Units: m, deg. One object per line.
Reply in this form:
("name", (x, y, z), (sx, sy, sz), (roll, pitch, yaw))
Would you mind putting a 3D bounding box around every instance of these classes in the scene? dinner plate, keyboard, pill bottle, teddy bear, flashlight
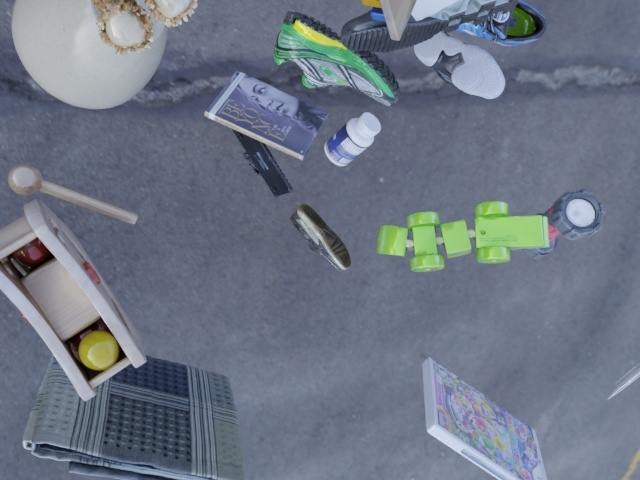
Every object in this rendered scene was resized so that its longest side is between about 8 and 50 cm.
("dinner plate", (0.564, 0.235, 1.380), (0.141, 0.017, 0.141), (-32, 155, -17))
("keyboard", (-0.128, -0.175, 1.689), (0.023, 0.108, 0.180), (-39, 105, -28))
("pill bottle", (0.096, -0.297, 2.247), (0.094, 0.094, 0.169), (2, 151, -41))
("teddy bear", (-0.328, -0.456, 1.208), (0.245, 0.338, 0.113), (-49, 176, 13))
("flashlight", (0.517, -0.024, 1.693), (0.103, 0.103, 0.304), (-44, 172, -13))

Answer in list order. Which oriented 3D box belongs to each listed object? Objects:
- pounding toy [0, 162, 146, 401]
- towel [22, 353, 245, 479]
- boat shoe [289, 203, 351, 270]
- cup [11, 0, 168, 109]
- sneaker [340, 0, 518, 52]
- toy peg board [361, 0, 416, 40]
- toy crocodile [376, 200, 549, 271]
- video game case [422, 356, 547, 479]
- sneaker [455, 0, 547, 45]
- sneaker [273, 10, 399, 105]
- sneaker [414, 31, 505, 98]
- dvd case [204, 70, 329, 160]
("pounding toy", (-0.265, 0.021, 0.845), (0.155, 0.269, 0.154), (-33, -179, -8))
("towel", (-0.276, 0.268, 1.186), (0.312, 0.324, 0.056), (18, 106, -17))
("boat shoe", (0.000, 0.000, 1.498), (0.049, 0.152, 0.056), (-39, 174, 32))
("cup", (-0.460, -0.470, 1.661), (0.331, 0.237, 0.331), (4, 83, -36))
("sneaker", (0.179, -0.442, 1.399), (0.331, 0.146, 0.122), (-19, 176, -8))
("toy peg board", (0.101, -0.427, 1.197), (0.161, 0.079, 0.160), (-67, 158, -15))
("toy crocodile", (0.277, -0.003, 1.532), (0.341, 0.115, 0.105), (-7, 169, 10))
("video game case", (0.133, 0.154, 0.627), (0.122, 0.087, 0.011), (36, 114, -13))
("sneaker", (0.344, -0.498, 1.663), (0.330, 0.147, 0.129), (7, 103, -18))
("sneaker", (0.043, -0.430, 1.930), (0.146, 0.344, 0.134), (-60, 178, 25))
("sneaker", (0.349, -0.400, 1.818), (0.153, 0.268, 0.101), (19, 110, -52))
("dvd case", (-0.108, -0.264, 1.614), (0.018, 0.221, 0.164), (112, 3, -47))
